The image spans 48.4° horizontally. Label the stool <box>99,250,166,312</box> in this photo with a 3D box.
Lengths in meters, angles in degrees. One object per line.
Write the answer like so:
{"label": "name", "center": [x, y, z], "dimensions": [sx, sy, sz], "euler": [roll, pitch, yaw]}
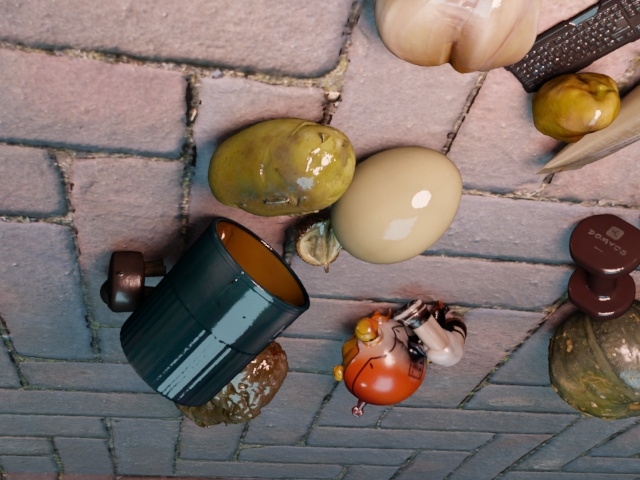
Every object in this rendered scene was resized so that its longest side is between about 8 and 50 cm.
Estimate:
{"label": "stool", "center": [-0.392, 0.094, 1.485], "dimensions": [0.121, 0.125, 0.217], "euler": [1, 160, -22]}

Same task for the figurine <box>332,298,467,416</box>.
{"label": "figurine", "center": [0.181, 0.280, 1.714], "dimensions": [0.323, 0.196, 0.320], "euler": [-36, 141, 27]}

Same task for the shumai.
{"label": "shumai", "center": [-0.266, 0.307, 1.721], "dimensions": [0.346, 0.217, 0.283], "euler": [-15, 145, 25]}

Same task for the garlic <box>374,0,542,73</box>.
{"label": "garlic", "center": [0.178, -0.300, 0.918], "dimensions": [0.217, 0.110, 0.228], "euler": [0, 147, 5]}

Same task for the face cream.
{"label": "face cream", "center": [0.495, -0.195, 1.109], "dimensions": [0.137, 0.084, 0.341], "euler": [-10, 159, -37]}

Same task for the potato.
{"label": "potato", "center": [-0.065, -0.112, 1.155], "dimensions": [0.248, 0.143, 0.169], "euler": [-6, 122, 17]}

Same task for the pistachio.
{"label": "pistachio", "center": [0.375, -0.202, 1.064], "dimensions": [0.110, 0.100, 0.189], "euler": [14, -175, 3]}

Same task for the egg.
{"label": "egg", "center": [0.127, -0.061, 1.205], "dimensions": [0.186, 0.186, 0.242], "euler": [28, 127, -37]}

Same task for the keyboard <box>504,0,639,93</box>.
{"label": "keyboard", "center": [0.393, -0.295, 1.010], "dimensions": [0.262, 0.016, 0.106], "euler": [-27, 139, 33]}

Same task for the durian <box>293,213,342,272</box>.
{"label": "durian", "center": [0.002, -0.001, 1.392], "dimensions": [0.110, 0.071, 0.140], "euler": [-8, 131, 0]}

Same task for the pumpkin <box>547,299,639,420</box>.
{"label": "pumpkin", "center": [0.688, 0.283, 1.681], "dimensions": [0.291, 0.257, 0.327], "euler": [7, 141, -35]}

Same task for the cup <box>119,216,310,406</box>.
{"label": "cup", "center": [-0.210, 0.128, 1.379], "dimensions": [0.242, 0.308, 0.292], "euler": [39, 102, -25]}

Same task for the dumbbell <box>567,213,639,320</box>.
{"label": "dumbbell", "center": [0.574, 0.058, 1.442], "dimensions": [0.124, 0.140, 0.225], "euler": [-44, 147, -12]}
